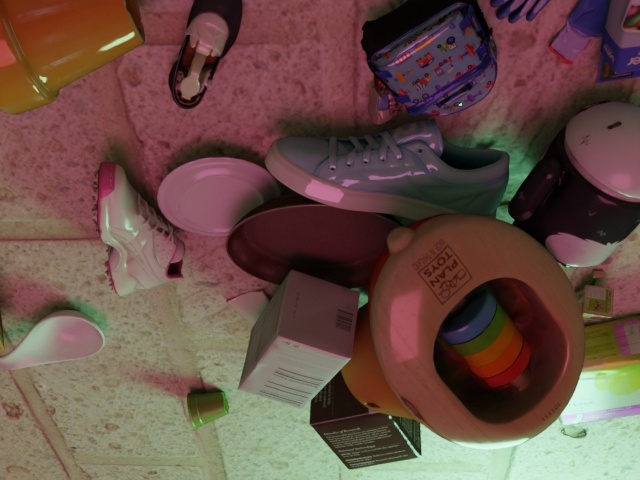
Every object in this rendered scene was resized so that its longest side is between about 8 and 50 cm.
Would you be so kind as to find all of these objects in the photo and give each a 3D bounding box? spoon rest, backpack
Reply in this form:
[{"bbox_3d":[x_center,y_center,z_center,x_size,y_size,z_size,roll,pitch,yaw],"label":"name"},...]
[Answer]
[{"bbox_3d":[-0.561,0.205,1.583,0.276,0.084,0.137,-12,135,18],"label":"spoon rest"},{"bbox_3d":[0.157,-0.231,1.035,0.158,0.117,0.173,-27,134,18],"label":"backpack"}]

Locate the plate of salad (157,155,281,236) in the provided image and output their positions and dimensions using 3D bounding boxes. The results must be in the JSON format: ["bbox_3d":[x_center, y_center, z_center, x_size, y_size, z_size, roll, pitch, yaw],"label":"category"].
[{"bbox_3d":[-0.163,-0.074,1.282,0.199,0.048,0.200,-5,144,-3],"label":"plate of salad"}]

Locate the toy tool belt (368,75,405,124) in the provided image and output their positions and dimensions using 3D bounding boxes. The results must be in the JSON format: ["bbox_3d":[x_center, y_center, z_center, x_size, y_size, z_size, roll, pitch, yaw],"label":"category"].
[{"bbox_3d":[0.098,-0.207,1.127,0.051,0.052,0.083,-15,139,-18],"label":"toy tool belt"}]

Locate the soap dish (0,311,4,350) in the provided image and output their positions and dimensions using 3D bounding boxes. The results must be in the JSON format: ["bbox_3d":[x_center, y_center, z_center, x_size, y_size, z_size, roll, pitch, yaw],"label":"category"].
[{"bbox_3d":[-0.749,0.111,1.468,0.290,0.118,0.229,4,137,-1],"label":"soap dish"}]

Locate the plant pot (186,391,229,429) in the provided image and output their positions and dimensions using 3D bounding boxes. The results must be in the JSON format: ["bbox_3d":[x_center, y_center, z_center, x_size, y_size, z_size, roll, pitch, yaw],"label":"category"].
[{"bbox_3d":[-0.246,0.370,1.751,0.079,0.083,0.083,-13,136,1],"label":"plant pot"}]

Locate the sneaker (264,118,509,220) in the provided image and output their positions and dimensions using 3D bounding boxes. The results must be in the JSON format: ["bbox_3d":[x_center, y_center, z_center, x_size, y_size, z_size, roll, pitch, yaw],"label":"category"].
[{"bbox_3d":[0.106,-0.125,1.169,0.365,0.135,0.150,10,121,-13],"label":"sneaker"}]

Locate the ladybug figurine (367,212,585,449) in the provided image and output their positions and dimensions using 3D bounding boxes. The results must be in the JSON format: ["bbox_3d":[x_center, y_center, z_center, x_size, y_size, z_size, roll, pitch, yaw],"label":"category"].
[{"bbox_3d":[0.219,0.125,1.173,0.305,0.162,0.449,-41,121,-5],"label":"ladybug figurine"}]

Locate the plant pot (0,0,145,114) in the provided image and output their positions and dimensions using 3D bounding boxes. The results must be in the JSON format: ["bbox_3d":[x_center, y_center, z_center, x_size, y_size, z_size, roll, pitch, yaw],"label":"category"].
[{"bbox_3d":[-0.327,-0.281,0.977,0.187,0.205,0.205,-17,136,-1],"label":"plant pot"}]

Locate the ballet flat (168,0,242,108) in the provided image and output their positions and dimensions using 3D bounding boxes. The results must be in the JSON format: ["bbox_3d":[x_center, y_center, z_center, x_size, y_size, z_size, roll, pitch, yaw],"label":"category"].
[{"bbox_3d":[-0.158,-0.256,1.068,0.074,0.074,0.203,19,135,-16],"label":"ballet flat"}]

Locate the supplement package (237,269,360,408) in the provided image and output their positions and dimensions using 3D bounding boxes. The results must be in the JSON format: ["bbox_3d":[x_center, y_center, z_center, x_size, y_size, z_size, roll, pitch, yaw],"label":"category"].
[{"bbox_3d":[-0.042,0.183,1.416,0.133,0.139,0.244,19,144,-12],"label":"supplement package"}]

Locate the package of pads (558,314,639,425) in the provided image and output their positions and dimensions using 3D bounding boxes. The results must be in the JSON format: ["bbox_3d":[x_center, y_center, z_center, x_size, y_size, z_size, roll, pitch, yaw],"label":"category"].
[{"bbox_3d":[0.585,0.253,1.546,0.296,0.101,0.229,-15,135,18],"label":"package of pads"}]

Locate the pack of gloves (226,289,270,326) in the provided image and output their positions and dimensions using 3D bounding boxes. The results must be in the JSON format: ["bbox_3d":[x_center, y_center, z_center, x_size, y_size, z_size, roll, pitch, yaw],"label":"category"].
[{"bbox_3d":[-0.045,0.173,1.542,0.195,0.046,0.232,-18,133,20],"label":"pack of gloves"}]

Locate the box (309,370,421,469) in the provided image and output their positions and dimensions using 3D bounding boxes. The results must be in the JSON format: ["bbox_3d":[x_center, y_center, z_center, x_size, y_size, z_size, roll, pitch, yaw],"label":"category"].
[{"bbox_3d":[0.096,0.341,1.622,0.167,0.169,0.203,-15,134,20],"label":"box"}]

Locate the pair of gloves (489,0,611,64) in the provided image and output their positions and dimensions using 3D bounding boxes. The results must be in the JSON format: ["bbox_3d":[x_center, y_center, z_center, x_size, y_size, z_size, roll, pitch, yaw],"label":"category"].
[{"bbox_3d":[0.320,-0.314,1.009,0.198,0.023,0.159,25,133,-23],"label":"pair of gloves"}]

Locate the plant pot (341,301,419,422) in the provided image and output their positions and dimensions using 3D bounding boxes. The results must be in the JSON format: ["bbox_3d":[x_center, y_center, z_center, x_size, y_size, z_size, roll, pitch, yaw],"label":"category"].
[{"bbox_3d":[0.171,0.196,1.404,0.290,0.291,0.203,33,146,-28],"label":"plant pot"}]

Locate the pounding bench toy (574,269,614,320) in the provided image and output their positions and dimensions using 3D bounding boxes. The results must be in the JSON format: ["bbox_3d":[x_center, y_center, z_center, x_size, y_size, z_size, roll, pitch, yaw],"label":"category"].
[{"bbox_3d":[0.491,0.098,1.426,0.052,0.083,0.065,8,169,-2],"label":"pounding bench toy"}]

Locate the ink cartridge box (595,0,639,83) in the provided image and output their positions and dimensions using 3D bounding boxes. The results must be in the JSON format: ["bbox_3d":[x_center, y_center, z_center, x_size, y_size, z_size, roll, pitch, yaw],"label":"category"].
[{"bbox_3d":[0.452,-0.315,0.953,0.185,0.065,0.311,-9,139,-2],"label":"ink cartridge box"}]

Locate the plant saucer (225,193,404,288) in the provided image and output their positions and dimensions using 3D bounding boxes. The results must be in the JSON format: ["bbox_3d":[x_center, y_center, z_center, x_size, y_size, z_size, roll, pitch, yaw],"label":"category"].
[{"bbox_3d":[0.000,0.000,1.306,0.310,0.050,0.311,2,154,1],"label":"plant saucer"}]

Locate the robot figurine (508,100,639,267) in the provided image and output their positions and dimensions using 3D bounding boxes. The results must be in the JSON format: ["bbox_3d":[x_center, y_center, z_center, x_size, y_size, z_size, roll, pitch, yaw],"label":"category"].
[{"bbox_3d":[0.392,-0.075,1.158,0.173,0.209,0.278,33,136,7],"label":"robot figurine"}]

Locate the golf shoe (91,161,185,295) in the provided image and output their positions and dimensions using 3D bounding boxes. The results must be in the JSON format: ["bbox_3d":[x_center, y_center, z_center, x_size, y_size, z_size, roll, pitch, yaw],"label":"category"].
[{"bbox_3d":[-0.300,-0.022,1.315,0.140,0.115,0.306,-3,145,-6],"label":"golf shoe"}]
